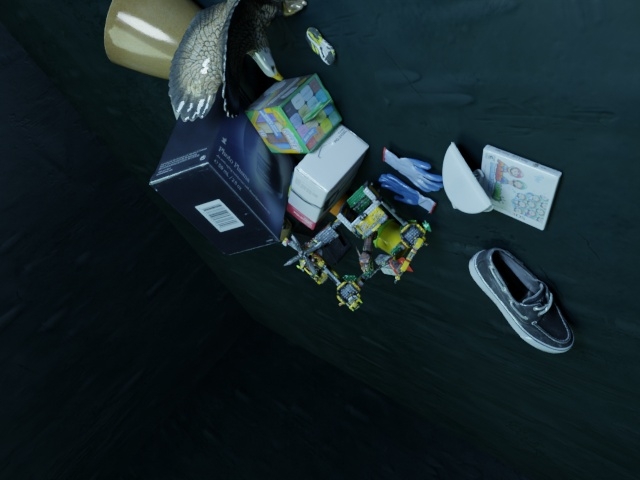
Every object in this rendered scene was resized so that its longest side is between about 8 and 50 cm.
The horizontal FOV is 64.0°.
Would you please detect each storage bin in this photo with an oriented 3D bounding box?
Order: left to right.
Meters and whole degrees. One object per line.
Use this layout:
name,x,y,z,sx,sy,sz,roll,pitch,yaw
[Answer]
storage bin,0.000,0.000,1.733,0.180,0.084,0.122,15,147,48

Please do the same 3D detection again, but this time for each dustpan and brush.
dustpan and brush,0.293,-0.103,1.052,0.147,0.060,0.211,63,165,15

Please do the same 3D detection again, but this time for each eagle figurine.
eagle figurine,-0.163,-0.379,0.983,0.225,0.298,0.226,38,159,11

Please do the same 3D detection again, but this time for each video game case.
video game case,0.373,-0.099,0.977,0.143,0.019,0.157,30,156,29

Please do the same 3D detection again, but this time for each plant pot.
plant pot,-0.344,-0.482,1.243,0.254,0.237,0.237,28,159,-2

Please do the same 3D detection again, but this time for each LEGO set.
LEGO set,0.093,0.018,1.225,0.255,0.331,0.192,54,-168,-6

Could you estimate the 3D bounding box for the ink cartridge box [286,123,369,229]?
ink cartridge box,0.012,-0.155,1.287,0.100,0.172,0.237,38,159,6

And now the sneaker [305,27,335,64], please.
sneaker,0.000,-0.396,1.048,0.083,0.031,0.035,54,170,-17

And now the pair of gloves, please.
pair of gloves,0.208,-0.136,1.189,0.159,0.023,0.198,33,161,18

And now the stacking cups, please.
stacking cups,0.104,-0.068,1.411,0.316,0.096,0.096,35,158,21

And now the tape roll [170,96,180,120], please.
tape roll,-0.341,-0.318,1.592,0.392,0.072,0.392,48,156,29

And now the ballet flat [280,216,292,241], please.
ballet flat,-0.231,-0.134,1.867,0.342,0.116,0.124,45,139,-10

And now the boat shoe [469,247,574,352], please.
boat shoe,0.470,0.133,1.151,0.301,0.108,0.102,49,161,2

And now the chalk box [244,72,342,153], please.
chalk box,-0.049,-0.291,1.188,0.213,0.132,0.132,15,146,52

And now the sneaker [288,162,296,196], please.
sneaker,-0.150,-0.246,1.549,0.240,0.091,0.126,39,140,10

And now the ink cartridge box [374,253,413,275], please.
ink cartridge box,0.223,0.077,1.565,0.063,0.029,0.115,53,157,-24

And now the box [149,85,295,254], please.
box,-0.223,-0.177,1.275,0.182,0.294,0.296,-14,139,25
